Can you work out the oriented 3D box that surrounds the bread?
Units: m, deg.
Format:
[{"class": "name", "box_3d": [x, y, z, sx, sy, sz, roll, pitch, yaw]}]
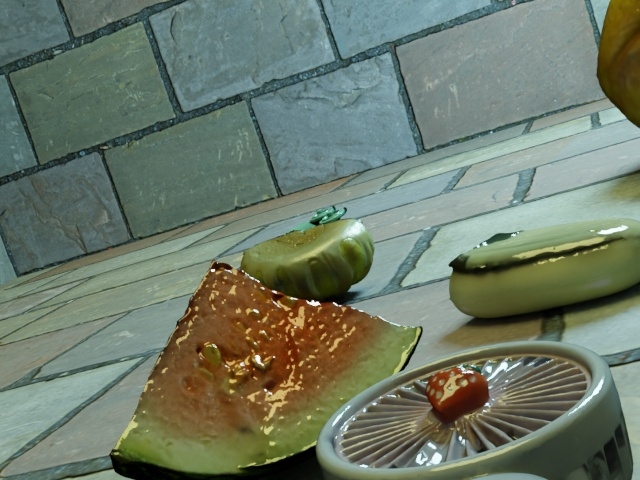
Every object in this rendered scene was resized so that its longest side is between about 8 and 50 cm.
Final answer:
[{"class": "bread", "box_3d": [-0.014, 0.032, 0.953, 0.157, 0.083, 0.094, -20, 10, 7]}]

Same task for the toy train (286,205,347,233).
[{"class": "toy train", "box_3d": [0.000, 0.000, 1.219, 0.099, 0.070, 0.172, -30, 8, -6]}]

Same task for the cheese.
[{"class": "cheese", "box_3d": [0.225, 0.011, 0.656, 0.252, 0.054, 0.127, -10, 11, 42]}]

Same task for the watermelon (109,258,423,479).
[{"class": "watermelon", "box_3d": [-0.026, 0.094, 0.542, 0.145, 0.137, 0.193, 18, 12, 4]}]

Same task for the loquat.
[{"class": "loquat", "box_3d": [0.478, -0.231, 1.063, 0.276, 0.275, 0.284, -16, -9, 16]}]

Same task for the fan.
[{"class": "fan", "box_3d": [0.062, 0.100, 0.322, 0.130, 0.074, 0.244, -17, 8, 6]}]
